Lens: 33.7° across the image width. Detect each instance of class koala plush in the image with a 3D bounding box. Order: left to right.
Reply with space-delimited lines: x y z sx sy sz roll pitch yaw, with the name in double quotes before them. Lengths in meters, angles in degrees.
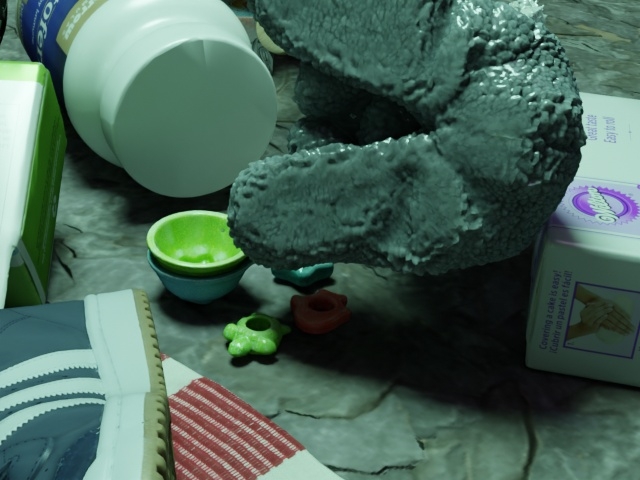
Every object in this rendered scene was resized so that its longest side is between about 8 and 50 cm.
"koala plush" 0.083 -0.071 0.663 0.203 0.196 0.221 11 9 25

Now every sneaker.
"sneaker" -0.132 0.093 0.400 0.153 0.099 0.282 -5 14 -11

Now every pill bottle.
"pill bottle" -0.142 -0.146 0.843 0.153 0.153 0.265 -11 33 -24

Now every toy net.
"toy net" 0.000 0.000 0.714 0.122 0.045 0.232 29 38 36

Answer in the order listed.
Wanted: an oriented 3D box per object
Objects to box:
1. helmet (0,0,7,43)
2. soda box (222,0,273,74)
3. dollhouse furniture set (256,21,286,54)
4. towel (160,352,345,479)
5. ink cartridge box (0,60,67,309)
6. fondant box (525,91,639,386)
"helmet" -0.361 -0.209 0.921 0.169 0.169 0.162 1 46 -4
"soda box" -0.138 -0.198 1.019 0.183 0.063 0.058 -2 33 -8
"dollhouse furniture set" -0.027 -0.233 0.919 0.161 0.242 0.212 -29 -14 22
"towel" -0.059 0.173 0.427 0.237 0.037 0.329 -25 39 -36
"ink cartridge box" -0.263 0.021 0.621 0.188 0.097 0.255 2 65 -3
"fondant box" 0.308 0.006 0.688 0.330 0.096 0.238 8 31 10
